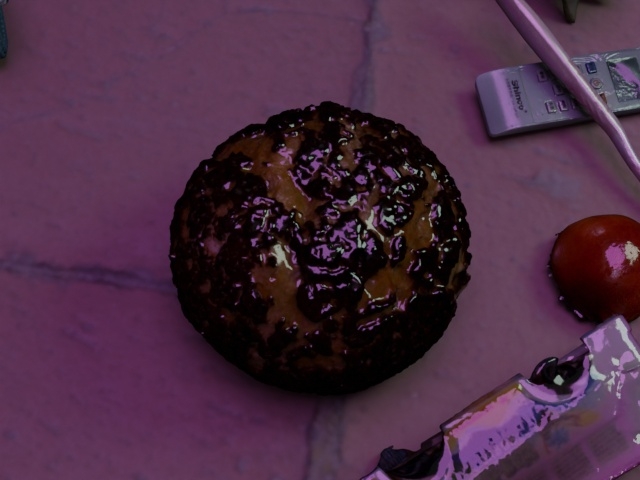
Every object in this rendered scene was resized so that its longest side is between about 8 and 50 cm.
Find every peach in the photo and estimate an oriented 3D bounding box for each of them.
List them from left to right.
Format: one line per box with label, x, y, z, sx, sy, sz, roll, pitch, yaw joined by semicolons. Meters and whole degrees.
peach;0.237;0.019;0.998;0.098;0.061;0.098;4;62;-7

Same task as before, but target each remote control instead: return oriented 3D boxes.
remote control;0.221;-0.131;1.085;0.162;0.029;0.061;-9;74;-9

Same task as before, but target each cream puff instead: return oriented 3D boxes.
cream puff;0.000;0.000;0.947;0.239;0.165;0.239;1;63;-1

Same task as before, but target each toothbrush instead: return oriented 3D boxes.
toothbrush;0.240;-0.118;1.054;0.030;0.025;0.307;-33;81;-23

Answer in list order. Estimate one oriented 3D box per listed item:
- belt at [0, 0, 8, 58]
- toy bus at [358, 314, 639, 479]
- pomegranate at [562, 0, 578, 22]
belt;-0.317;-0.249;1.094;0.065;0.100;0.179;-11;63;-10
toy bus;0.134;0.167;0.915;0.274;0.090;0.112;-29;76;-14
pomegranate;0.201;-0.292;1.104;0.131;0.152;0.191;-32;90;-21
